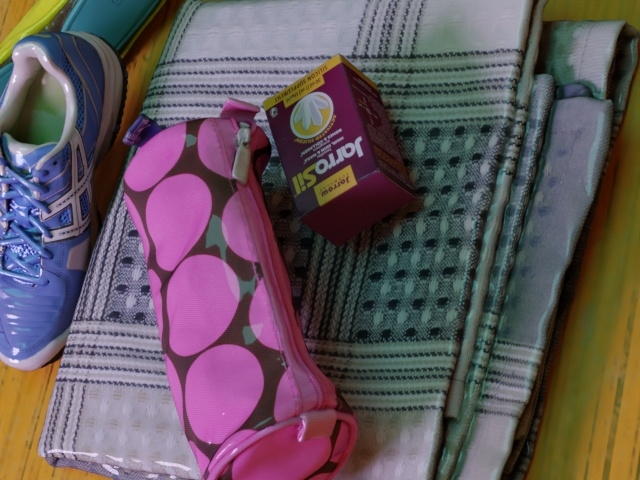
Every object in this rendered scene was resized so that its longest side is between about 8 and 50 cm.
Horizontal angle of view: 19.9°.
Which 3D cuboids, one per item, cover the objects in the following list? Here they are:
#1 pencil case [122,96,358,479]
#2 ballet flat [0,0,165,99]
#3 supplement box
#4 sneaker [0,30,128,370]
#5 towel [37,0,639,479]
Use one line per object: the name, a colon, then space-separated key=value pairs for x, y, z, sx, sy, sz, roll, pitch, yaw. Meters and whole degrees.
pencil case: x=-0.042 y=0.032 z=0.945 sx=0.098 sy=0.095 sz=0.209 roll=-41 pitch=53 yaw=32
ballet flat: x=-0.176 y=-0.117 z=1.191 sx=0.231 sy=0.077 sz=0.077 roll=-51 pitch=29 yaw=-3
supplement box: x=0.009 y=-0.048 z=0.980 sx=0.055 sy=0.043 sz=0.083 roll=-31 pitch=55 yaw=19
sneaker: x=-0.175 y=-0.027 z=1.104 sx=0.080 sy=0.081 sz=0.211 roll=5 pitch=87 yaw=18
towel: x=0.000 y=0.000 z=1.017 sx=0.324 sy=0.056 sz=0.312 roll=5 pitch=69 yaw=34
